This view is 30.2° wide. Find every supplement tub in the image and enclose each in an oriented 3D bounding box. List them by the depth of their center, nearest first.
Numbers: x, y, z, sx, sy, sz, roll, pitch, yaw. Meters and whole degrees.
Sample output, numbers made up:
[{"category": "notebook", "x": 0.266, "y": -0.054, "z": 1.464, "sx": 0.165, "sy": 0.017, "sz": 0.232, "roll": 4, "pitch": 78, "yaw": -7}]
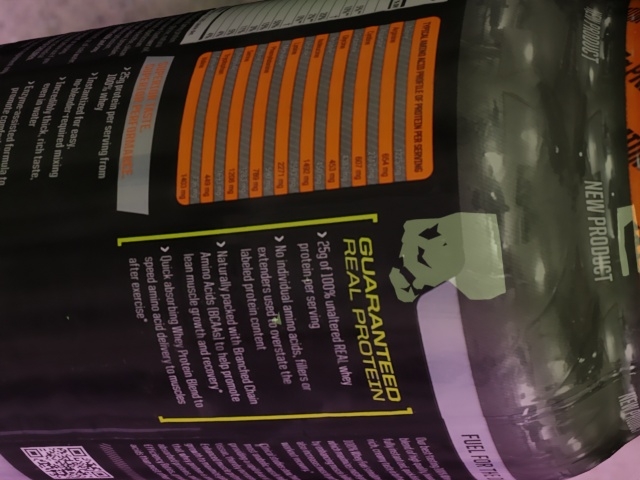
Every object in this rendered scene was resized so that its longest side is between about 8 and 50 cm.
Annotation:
[{"category": "supplement tub", "x": 0.000, "y": 0.000, "z": 0.500, "sx": 0.338, "sy": 0.207, "sz": 0.207, "roll": -4, "pitch": 103, "yaw": 20}]
